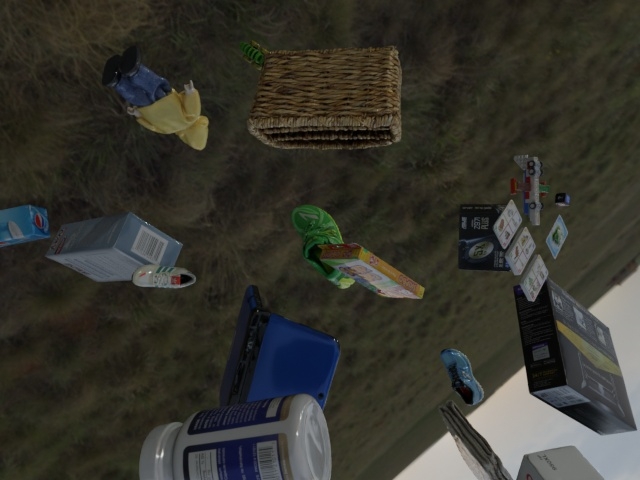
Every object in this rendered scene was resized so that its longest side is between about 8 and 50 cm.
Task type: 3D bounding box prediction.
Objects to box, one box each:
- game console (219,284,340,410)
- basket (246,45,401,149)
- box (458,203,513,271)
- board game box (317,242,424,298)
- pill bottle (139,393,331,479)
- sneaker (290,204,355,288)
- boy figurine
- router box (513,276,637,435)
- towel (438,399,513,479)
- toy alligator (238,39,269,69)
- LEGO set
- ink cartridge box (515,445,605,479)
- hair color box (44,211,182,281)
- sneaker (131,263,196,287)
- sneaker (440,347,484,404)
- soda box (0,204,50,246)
[{"bbox_3d":[-0.098,0.276,1.066,0.173,0.250,0.293,13,101,-15],"label":"game console"},{"bbox_3d":[0.019,-0.250,1.063,0.299,0.223,0.213,0,147,8],"label":"basket"},{"bbox_3d":[0.470,-0.009,1.446,0.077,0.147,0.180,-56,145,-61],"label":"box"},{"bbox_3d":[0.115,0.073,1.165,0.259,0.124,0.039,35,65,-35],"label":"board game box"},{"bbox_3d":[-0.128,0.330,0.776,0.264,0.153,0.153,-13,160,14],"label":"pill bottle"},{"bbox_3d":[0.000,0.000,1.404,0.109,0.295,0.123,-45,148,14],"label":"sneaker"},{"bbox_3d":[-0.346,-0.311,1.160,0.177,0.092,0.285,-20,149,23],"label":"boy figurine"},{"bbox_3d":[0.542,0.250,1.083,0.309,0.243,0.081,33,136,-30],"label":"router box"},{"bbox_3d":[0.362,0.494,1.140,0.049,0.187,0.282,-32,126,-5],"label":"towel"},{"bbox_3d":[-0.167,-0.509,1.422,0.056,0.189,0.051,-55,165,17],"label":"toy alligator"},{"bbox_3d":[0.387,-0.037,0.938,0.244,0.060,0.182,-50,118,-28],"label":"LEGO set"},{"bbox_3d":[0.624,0.777,1.287,0.166,0.285,0.395,-4,116,-16],"label":"ink cartridge box"},{"bbox_3d":[-0.591,0.028,1.439,0.185,0.374,0.114,40,55,-42],"label":"hair color box"},{"bbox_3d":[-0.398,0.094,1.305,0.161,0.075,0.057,5,91,-40],"label":"sneaker"},{"bbox_3d":[0.371,0.360,1.341,0.063,0.162,0.073,-41,164,32],"label":"sneaker"},{"bbox_3d":[-0.732,-0.023,1.145,0.210,0.071,0.067,-11,175,3],"label":"soda box"}]
